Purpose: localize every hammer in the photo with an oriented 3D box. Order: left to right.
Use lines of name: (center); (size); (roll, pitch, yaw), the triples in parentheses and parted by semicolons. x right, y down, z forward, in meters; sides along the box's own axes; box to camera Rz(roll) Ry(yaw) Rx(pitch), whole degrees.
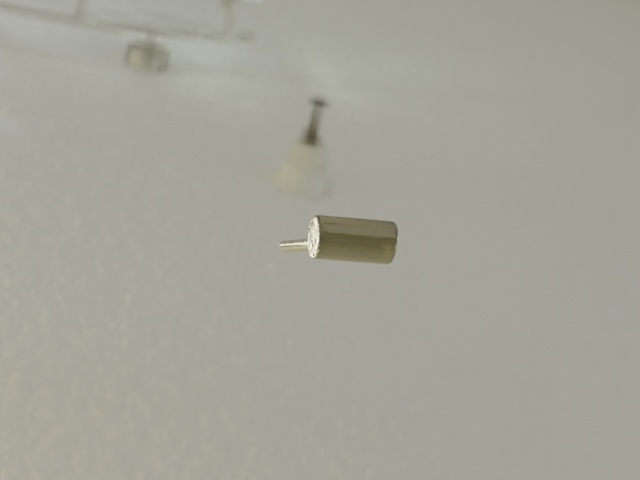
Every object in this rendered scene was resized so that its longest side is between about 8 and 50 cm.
hammer: (0.000, 0.000, 0.859); (0.035, 0.019, 0.110); (5, 178, -18)
